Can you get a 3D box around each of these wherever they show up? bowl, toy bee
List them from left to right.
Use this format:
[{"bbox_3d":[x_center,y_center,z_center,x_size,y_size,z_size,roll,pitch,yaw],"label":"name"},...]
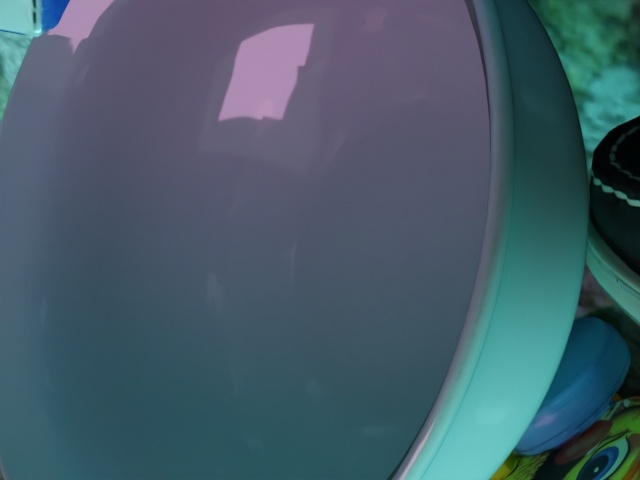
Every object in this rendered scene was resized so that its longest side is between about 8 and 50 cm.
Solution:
[{"bbox_3d":[0.000,0.000,0.667,0.134,0.298,0.298,13,162,-43],"label":"bowl"},{"bbox_3d":[0.104,0.105,0.730,0.195,0.162,0.298,35,142,6],"label":"toy bee"}]

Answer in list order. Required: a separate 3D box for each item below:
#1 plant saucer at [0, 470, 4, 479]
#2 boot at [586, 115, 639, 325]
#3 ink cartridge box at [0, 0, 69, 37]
[{"bbox_3d":[-0.300,0.034,1.018,0.400,0.100,0.400,22,140,20],"label":"plant saucer"},{"bbox_3d":[0.207,-0.079,0.475,0.377,0.138,0.284,21,131,54],"label":"boot"},{"bbox_3d":[-0.190,-0.214,0.463,0.395,0.151,0.270,9,133,6],"label":"ink cartridge box"}]
